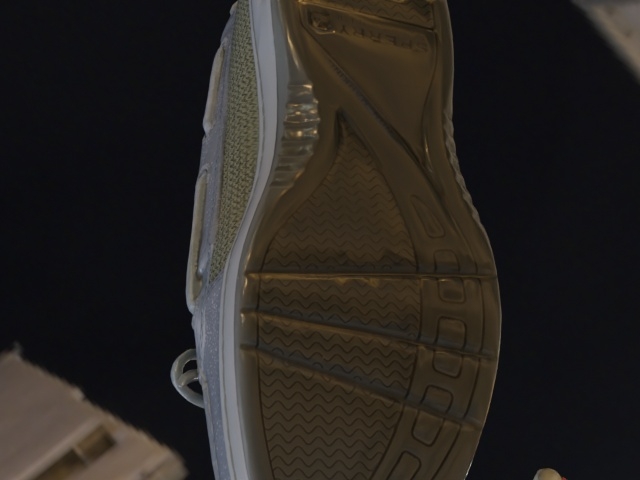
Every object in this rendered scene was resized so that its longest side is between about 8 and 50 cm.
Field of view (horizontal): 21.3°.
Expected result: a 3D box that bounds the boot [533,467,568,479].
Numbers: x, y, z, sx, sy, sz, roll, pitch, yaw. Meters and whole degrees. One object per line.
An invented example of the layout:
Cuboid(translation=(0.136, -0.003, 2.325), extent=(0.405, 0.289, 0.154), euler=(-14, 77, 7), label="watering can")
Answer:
Cuboid(translation=(0.104, 0.154, 0.691), extent=(0.158, 0.084, 0.059), euler=(-60, -7, -57), label="boot")

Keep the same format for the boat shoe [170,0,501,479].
Cuboid(translation=(-0.002, -0.002, 0.721), extent=(0.118, 0.320, 0.103), euler=(11, -33, -24), label="boat shoe")
